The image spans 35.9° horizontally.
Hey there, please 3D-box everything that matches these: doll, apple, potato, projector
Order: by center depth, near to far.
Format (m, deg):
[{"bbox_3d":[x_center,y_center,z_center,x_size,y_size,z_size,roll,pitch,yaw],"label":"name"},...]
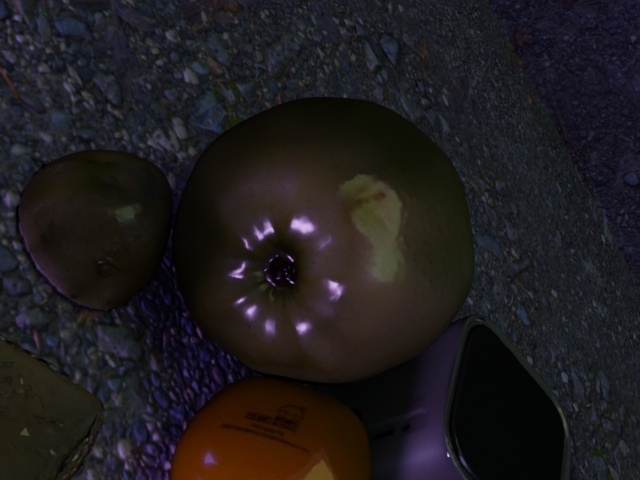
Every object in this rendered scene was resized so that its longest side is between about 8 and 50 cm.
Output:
[{"bbox_3d":[-0.053,0.274,1.058,0.213,0.213,0.236,-63,160,-51],"label":"doll"},{"bbox_3d":[-0.221,-0.033,1.088,0.182,0.117,0.202,53,36,-9],"label":"potato"},{"bbox_3d":[0.000,0.000,1.133,0.357,0.357,0.357,32,44,-38],"label":"apple"},{"bbox_3d":[0.141,0.271,1.243,0.248,0.249,0.249,48,38,-21],"label":"projector"}]

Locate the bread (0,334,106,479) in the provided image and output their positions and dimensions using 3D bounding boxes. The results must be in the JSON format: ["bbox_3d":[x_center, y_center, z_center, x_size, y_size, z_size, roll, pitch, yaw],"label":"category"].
[{"bbox_3d":[-0.358,0.184,0.756,0.315,0.279,0.248,23,32,6],"label":"bread"}]
